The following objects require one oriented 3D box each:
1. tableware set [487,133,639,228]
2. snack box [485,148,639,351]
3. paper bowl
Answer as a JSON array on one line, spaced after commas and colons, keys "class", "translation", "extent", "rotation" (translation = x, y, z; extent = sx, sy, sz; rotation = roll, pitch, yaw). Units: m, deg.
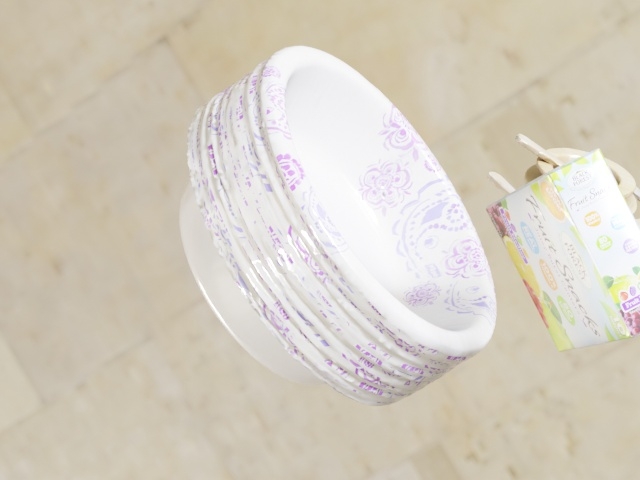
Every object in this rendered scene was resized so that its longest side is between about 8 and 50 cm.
[{"class": "tableware set", "translation": [0.219, -0.021, 1.408], "extent": [0.128, 0.194, 0.039], "rotation": [-4, -58, -31]}, {"class": "snack box", "translation": [0.146, 0.009, 1.120], "extent": [0.037, 0.100, 0.141], "rotation": [-28, -1, -11]}, {"class": "paper bowl", "translation": [0.000, 0.000, 1.556], "extent": [0.148, 0.284, 0.284], "rotation": [-33, -3, 23]}]
